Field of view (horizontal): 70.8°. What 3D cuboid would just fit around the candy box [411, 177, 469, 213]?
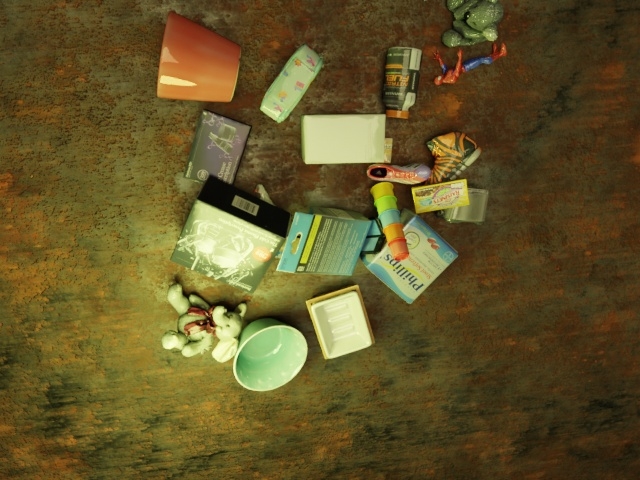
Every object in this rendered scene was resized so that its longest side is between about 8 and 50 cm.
[{"bbox_3d":[0.465,-0.173,1.748,0.206,0.027,0.105,-10,110,14],"label":"candy box"}]

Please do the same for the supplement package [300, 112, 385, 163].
[{"bbox_3d":[0.078,-0.385,1.685,0.293,0.177,0.175,-3,107,-7],"label":"supplement package"}]

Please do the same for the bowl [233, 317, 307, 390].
[{"bbox_3d":[-0.226,0.447,1.874,0.312,0.163,0.311,-10,116,-21],"label":"bowl"}]

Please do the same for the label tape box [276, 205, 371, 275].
[{"bbox_3d":[0.000,0.000,1.748,0.348,0.115,0.248,6,113,-32],"label":"label tape box"}]

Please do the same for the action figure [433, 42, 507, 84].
[{"bbox_3d":[0.544,-0.693,1.700,0.281,0.091,0.139,-30,114,1],"label":"action figure"}]

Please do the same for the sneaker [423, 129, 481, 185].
[{"bbox_3d":[0.463,-0.304,1.801,0.180,0.124,0.321,43,100,-3],"label":"sneaker"}]

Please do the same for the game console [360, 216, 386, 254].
[{"bbox_3d":[0.184,-0.016,1.816,0.085,0.144,0.124,36,67,-30],"label":"game console"}]

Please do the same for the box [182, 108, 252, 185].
[{"bbox_3d":[-0.384,-0.334,1.684,0.185,0.103,0.261,18,103,-9],"label":"box"}]

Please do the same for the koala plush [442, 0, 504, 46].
[{"bbox_3d":[0.574,-0.797,1.604,0.204,0.221,0.196,1,106,-8],"label":"koala plush"}]

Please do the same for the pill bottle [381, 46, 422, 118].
[{"bbox_3d":[0.300,-0.582,1.680,0.131,0.130,0.245,2,106,-8],"label":"pill bottle"}]

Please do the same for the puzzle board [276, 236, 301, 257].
[{"bbox_3d":[-0.141,0.029,1.866,0.128,0.011,0.096,7,106,-8],"label":"puzzle board"}]

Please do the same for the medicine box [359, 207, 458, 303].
[{"bbox_3d":[0.362,0.062,1.866,0.264,0.149,0.289,40,97,-16],"label":"medicine box"}]

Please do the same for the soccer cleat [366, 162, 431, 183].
[{"bbox_3d":[0.303,-0.261,1.755,0.248,0.095,0.082,6,106,15],"label":"soccer cleat"}]

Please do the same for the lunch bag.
[{"bbox_3d":[-0.095,-0.556,1.595,0.108,0.224,0.279,36,105,-11],"label":"lunch bag"}]

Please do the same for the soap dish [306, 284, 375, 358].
[{"bbox_3d":[0.085,0.341,1.929,0.229,0.118,0.290,-18,107,-2],"label":"soap dish"}]

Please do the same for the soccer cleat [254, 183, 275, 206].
[{"bbox_3d":[-0.207,-0.132,1.788,0.076,0.068,0.196,-20,107,-22],"label":"soccer cleat"}]

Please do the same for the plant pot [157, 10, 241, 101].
[{"bbox_3d":[-0.409,-0.598,1.532,0.244,0.275,0.274,9,105,-18],"label":"plant pot"}]

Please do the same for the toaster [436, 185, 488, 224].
[{"bbox_3d":[0.590,-0.147,1.840,0.227,0.129,0.146,3,104,-21],"label":"toaster"}]

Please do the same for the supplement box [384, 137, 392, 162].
[{"bbox_3d":[0.248,-0.358,1.788,0.062,0.036,0.098,-1,106,-8],"label":"supplement box"}]

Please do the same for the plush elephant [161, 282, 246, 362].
[{"bbox_3d":[-0.434,0.336,1.794,0.256,0.271,0.329,-16,137,11],"label":"plush elephant"}]

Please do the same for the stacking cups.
[{"bbox_3d":[0.273,-0.070,1.750,0.096,0.096,0.315,-8,65,-5],"label":"stacking cups"}]

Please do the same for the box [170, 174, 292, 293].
[{"bbox_3d":[-0.333,-0.013,1.691,0.344,0.178,0.312,24,124,-13],"label":"box"}]
